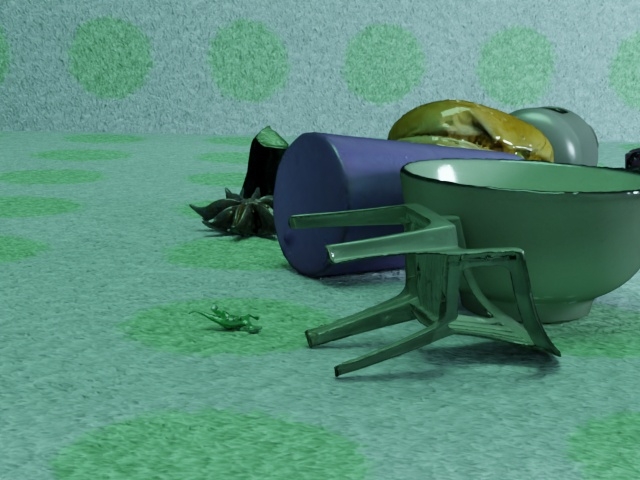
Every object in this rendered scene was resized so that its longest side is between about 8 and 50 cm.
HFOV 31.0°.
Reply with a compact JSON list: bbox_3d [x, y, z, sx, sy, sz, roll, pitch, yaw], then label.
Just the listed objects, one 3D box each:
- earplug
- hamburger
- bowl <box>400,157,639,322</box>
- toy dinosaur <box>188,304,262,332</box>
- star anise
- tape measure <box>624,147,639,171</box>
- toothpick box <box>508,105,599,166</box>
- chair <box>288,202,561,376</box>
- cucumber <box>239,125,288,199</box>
[{"bbox_3d":[0.168,-0.057,1.801,0.455,0.215,0.215,-1,11,-31],"label":"earplug"},{"bbox_3d":[0.256,-0.131,2.092,0.304,0.174,0.284,18,-25,-25],"label":"hamburger"},{"bbox_3d":[0.277,0.000,1.531,0.353,0.185,0.354,2,11,0],"label":"bowl"},{"bbox_3d":[-0.112,0.100,1.399,0.083,0.021,0.062,-5,25,-35],"label":"toy dinosaur"},{"bbox_3d":[-0.122,-0.042,2.033,0.204,0.061,0.180,-5,21,-13],"label":"star anise"},{"bbox_3d":[0.763,-0.140,2.418,0.245,0.149,0.231,3,13,31],"label":"tape measure"},{"bbox_3d":[0.443,-0.156,2.330,0.229,0.229,0.316,5,8,20],"label":"toothpick box"},{"bbox_3d":[0.123,0.057,1.295,0.274,0.191,0.203,-9,14,-11],"label":"chair"},{"bbox_3d":[-0.106,-0.113,2.150,0.085,0.193,0.115,-7,42,-26],"label":"cucumber"}]
